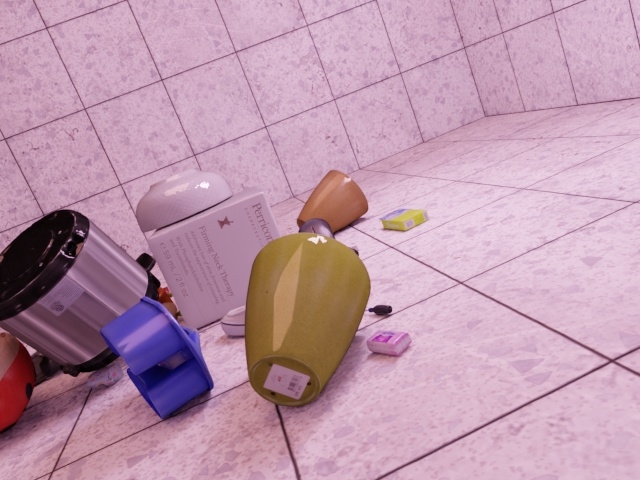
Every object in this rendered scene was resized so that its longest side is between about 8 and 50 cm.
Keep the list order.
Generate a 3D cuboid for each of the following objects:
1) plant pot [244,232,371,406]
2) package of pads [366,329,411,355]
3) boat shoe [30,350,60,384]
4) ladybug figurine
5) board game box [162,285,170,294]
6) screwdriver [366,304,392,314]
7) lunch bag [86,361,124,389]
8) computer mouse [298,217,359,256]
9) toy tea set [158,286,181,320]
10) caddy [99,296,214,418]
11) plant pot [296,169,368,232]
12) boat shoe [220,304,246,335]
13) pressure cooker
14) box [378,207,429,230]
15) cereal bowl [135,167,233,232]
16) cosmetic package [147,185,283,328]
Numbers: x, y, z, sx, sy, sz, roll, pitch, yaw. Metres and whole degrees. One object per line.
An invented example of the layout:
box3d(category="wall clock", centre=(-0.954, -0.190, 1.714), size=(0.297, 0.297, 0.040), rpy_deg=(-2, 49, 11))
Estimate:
box3d(category="plant pot", centre=(-0.043, 0.177, 1.114), size=(0.274, 0.275, 0.294), rpy_deg=(-17, 29, 19))
box3d(category="package of pads", centre=(0.139, 0.208, 1.115), size=(0.050, 0.032, 0.083), rpy_deg=(-30, 15, -37))
box3d(category="boat shoe", centre=(-0.916, 0.410, 1.841), size=(0.302, 0.114, 0.091), rpy_deg=(-38, 16, -14))
box3d(category="ladybug figurine", centre=(-0.923, 0.422, 1.544), size=(0.449, 0.161, 0.305), rpy_deg=(4, 65, 59))
box3d(category="board game box", centre=(-0.772, 0.276, 2.310), size=(0.281, 0.027, 0.145), rpy_deg=(-25, 12, -14))
box3d(category="screwdriver", centre=(0.108, 0.171, 1.338), size=(0.025, 0.024, 0.169), rpy_deg=(6, -11, -43))
box3d(category="lunch bag", centre=(-0.610, 0.388, 1.547), size=(0.071, 0.053, 0.083), rpy_deg=(-20, 2, 7))
box3d(category="computer mouse", centre=(0.000, 0.000, 1.841), size=(0.188, 0.072, 0.272), rpy_deg=(-26, 41, -3))
box3d(category="toy tea set", centre=(-0.653, 0.296, 1.936), size=(0.335, 0.124, 0.200), rpy_deg=(-21, 42, -11))
box3d(category="caddy", centre=(-0.368, 0.258, 1.278), size=(0.179, 0.241, 0.341), rpy_deg=(-35, 18, -25))
box3d(category="plant pot", centre=(0.030, -0.121, 2.270), size=(0.254, 0.237, 0.237), rpy_deg=(-44, 21, -20))
box3d(category="boat shoe", centre=(-0.130, 0.149, 1.503), size=(0.366, 0.157, 0.136), rpy_deg=(-16, 14, 22))
box3d(category="pressure cooker", centre=(-0.684, 0.171, 1.561), size=(0.369, 0.420, 0.376), rpy_deg=(-24, 40, 18))
box3d(category="box", centre=(0.299, -0.078, 1.982), size=(0.109, 0.043, 0.178), rpy_deg=(-25, 13, -18))
box3d(category="cereal bowl", centre=(-0.483, -0.155, 1.884), size=(0.338, 0.141, 0.339), rpy_deg=(-22, 11, 5))
box3d(category="cosmetic package", centre=(-0.321, 0.042, 1.855), size=(0.393, 0.330, 0.327), rpy_deg=(-24, 12, -6))
